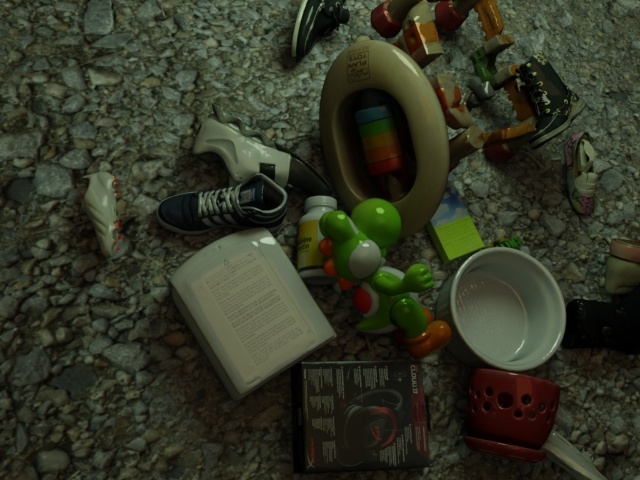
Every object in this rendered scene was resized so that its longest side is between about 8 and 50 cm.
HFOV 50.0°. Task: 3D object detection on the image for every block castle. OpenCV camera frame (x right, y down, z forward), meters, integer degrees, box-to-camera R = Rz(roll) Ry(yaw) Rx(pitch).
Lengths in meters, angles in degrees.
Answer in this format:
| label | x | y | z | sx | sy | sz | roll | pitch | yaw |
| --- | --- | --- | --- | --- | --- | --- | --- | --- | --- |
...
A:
| label | x | y | z | sx | sy | sz | roll | pitch | yaw |
| --- | --- | --- | --- | --- | --- | --- | --- | --- | --- |
| block castle | 0.322 | -0.396 | 1.680 | 0.303 | 0.213 | 0.453 | -16 | 84 | -31 |

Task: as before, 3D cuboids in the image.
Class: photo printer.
| label | x | y | z | sx | sy | sz | roll | pitch | yaw |
| --- | --- | --- | --- | --- | --- | --- | --- | --- | --- |
| photo printer | -0.150 | 0.138 | 1.429 | 0.256 | 0.107 | 0.307 | -31 | 82 | -18 |

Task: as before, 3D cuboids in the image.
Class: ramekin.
| label | x | y | z | sx | sy | sz | roll | pitch | yaw |
| --- | --- | --- | --- | --- | --- | --- | --- | --- | --- |
| ramekin | 0.396 | 0.165 | 1.553 | 0.277 | 0.135 | 0.277 | 5 | 71 | -14 |

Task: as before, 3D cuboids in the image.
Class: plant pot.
| label | x | y | z | sx | sy | sz | roll | pitch | yaw |
| --- | --- | --- | --- | --- | --- | --- | --- | --- | --- |
| plant pot | 0.404 | 0.375 | 1.462 | 0.191 | 0.191 | 0.174 | 13 | 76 | -11 |

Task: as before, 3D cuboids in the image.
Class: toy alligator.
| label | x | y | z | sx | sy | sz | roll | pitch | yaw |
| --- | --- | --- | --- | --- | --- | --- | --- | --- | --- |
| toy alligator | 0.456 | 0.014 | 1.662 | 0.190 | 0.051 | 0.056 | -25 | 81 | -21 |

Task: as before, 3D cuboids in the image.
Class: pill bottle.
| label | x | y | z | sx | sy | sz | roll | pitch | yaw |
| --- | --- | --- | --- | --- | --- | --- | --- | --- | --- |
| pill bottle | 0.000 | 0.000 | 1.518 | 0.103 | 0.103 | 0.184 | 4 | 71 | -13 |

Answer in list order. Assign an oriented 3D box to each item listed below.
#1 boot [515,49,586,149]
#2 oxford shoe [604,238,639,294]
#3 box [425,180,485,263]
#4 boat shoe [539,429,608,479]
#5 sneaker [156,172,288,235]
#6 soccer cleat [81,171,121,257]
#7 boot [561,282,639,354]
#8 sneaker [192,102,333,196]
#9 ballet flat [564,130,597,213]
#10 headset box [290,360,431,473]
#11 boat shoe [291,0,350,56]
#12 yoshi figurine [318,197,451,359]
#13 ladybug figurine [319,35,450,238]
| label | x | y | z | sx | sy | sz | roll | pitch | yaw |
| --- | --- | --- | --- | --- | --- | --- | --- | --- | --- |
| boot | 0.503 | -0.325 | 1.585 | 0.178 | 0.085 | 0.236 | 52 | 53 | -3 |
| oxford shoe | 0.874 | 0.097 | 1.728 | 0.397 | 0.140 | 0.146 | 11 | 101 | -16 |
| box | 0.307 | -0.044 | 1.646 | 0.109 | 0.042 | 0.178 | -20 | 78 | -20 |
| boat shoe | 0.578 | 0.494 | 1.539 | 0.184 | 0.066 | 0.063 | 34 | 68 | 8 |
| sneaker | -0.204 | -0.078 | 1.462 | 0.282 | 0.153 | 0.099 | 1 | 72 | -15 |
| soccer cleat | -0.461 | -0.052 | 1.437 | 0.076 | 0.068 | 0.196 | -4 | 67 | -11 |
| boot | 0.688 | 0.161 | 1.597 | 0.207 | 0.246 | 0.094 | 9 | 29 | -14 |
| sneaker | -0.134 | -0.158 | 1.540 | 0.331 | 0.122 | 0.146 | 30 | 86 | -5 |
| ballet flat | 0.677 | -0.181 | 1.769 | 0.077 | 0.079 | 0.221 | 5 | 72 | -14 |
| headset box | 0.093 | 0.363 | 1.421 | 0.293 | 0.110 | 0.218 | 1 | 72 | -14 |
| boat shoe | 0.025 | -0.579 | 1.700 | 0.113 | 0.127 | 0.340 | 19 | 59 | 4 |
| yoshi figurine | 0.151 | 0.057 | 1.450 | 0.362 | 0.204 | 0.203 | 53 | 36 | -16 |
| ladybug figurine | 0.154 | -0.232 | 1.538 | 0.162 | 0.305 | 0.449 | -25 | 108 | -53 |
